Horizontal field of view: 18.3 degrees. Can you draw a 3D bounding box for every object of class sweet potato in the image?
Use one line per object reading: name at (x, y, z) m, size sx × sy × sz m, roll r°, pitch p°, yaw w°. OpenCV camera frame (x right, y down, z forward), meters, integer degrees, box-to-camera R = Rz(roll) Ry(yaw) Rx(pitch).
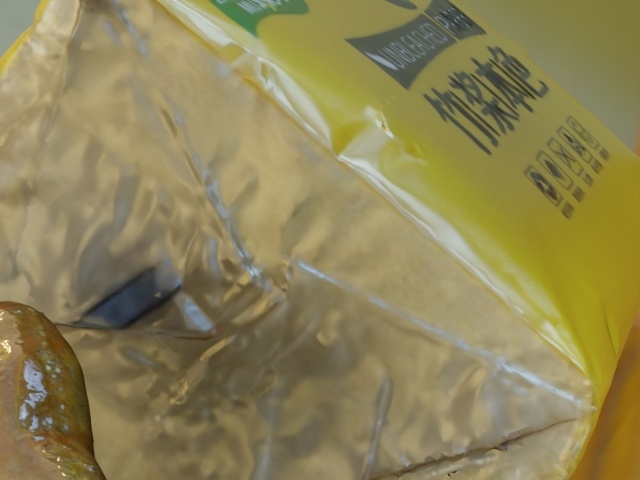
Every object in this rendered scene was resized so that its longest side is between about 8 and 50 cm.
sweet potato at (-0.098, 0.086, 0.697) m, size 0.056 × 0.056 × 0.195 m, roll -55°, pitch 37°, yaw 20°

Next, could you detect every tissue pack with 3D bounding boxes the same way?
tissue pack at (0.000, 0.000, 0.977) m, size 0.228 × 0.293 × 0.382 m, roll -50°, pitch -3°, yaw 21°
